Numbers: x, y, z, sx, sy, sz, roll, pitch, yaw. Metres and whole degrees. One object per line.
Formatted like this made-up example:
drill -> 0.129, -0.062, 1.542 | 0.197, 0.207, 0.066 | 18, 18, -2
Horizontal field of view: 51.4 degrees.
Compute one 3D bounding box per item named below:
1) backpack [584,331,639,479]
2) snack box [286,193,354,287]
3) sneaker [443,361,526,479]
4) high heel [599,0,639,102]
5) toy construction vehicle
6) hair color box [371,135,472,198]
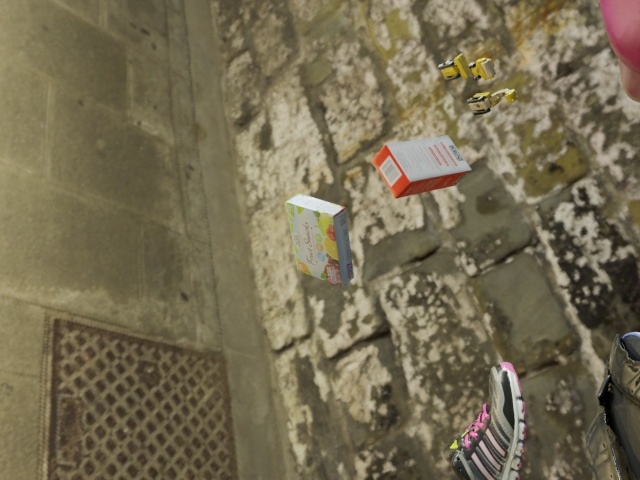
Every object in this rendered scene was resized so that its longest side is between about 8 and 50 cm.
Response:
backpack -> 0.474, 0.245, 0.863 | 0.213, 0.276, 0.263 | 6, 22, -6
snack box -> 0.000, 0.000, 1.095 | 0.037, 0.100, 0.141 | -38, 133, -37
sneaker -> 0.163, 0.205, 0.670 | 0.063, 0.075, 0.170 | -38, 132, -76
high heel -> 0.278, -0.316, 0.564 | 0.181, 0.127, 0.377 | 25, 55, -70
toy construction vehicle -> 0.217, -0.218, 0.906 | 0.035, 0.098, 0.086 | -40, 108, -17
hair color box -> 0.150, -0.110, 0.978 | 0.141, 0.043, 0.072 | -14, 66, -39
